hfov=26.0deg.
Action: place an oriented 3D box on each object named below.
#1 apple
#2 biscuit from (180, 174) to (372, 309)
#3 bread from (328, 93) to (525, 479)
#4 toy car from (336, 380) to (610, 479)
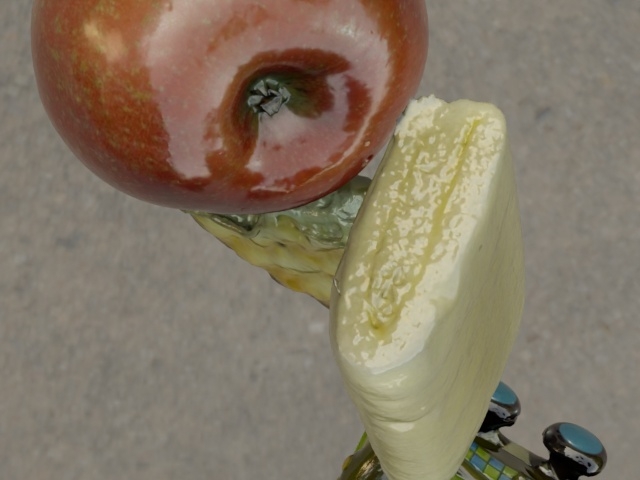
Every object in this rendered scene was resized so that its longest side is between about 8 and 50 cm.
[{"bbox_3d":[-0.079,-0.177,1.227,0.348,0.277,0.349,-15,134,-16],"label":"apple"},{"bbox_3d":[0.000,0.000,1.445,0.335,0.329,0.078,25,71,5],"label":"biscuit"},{"bbox_3d":[0.051,0.030,0.643,0.060,0.139,0.178,18,156,18],"label":"bread"},{"bbox_3d":[0.125,0.249,1.166,0.247,0.198,0.204,29,114,11],"label":"toy car"}]
